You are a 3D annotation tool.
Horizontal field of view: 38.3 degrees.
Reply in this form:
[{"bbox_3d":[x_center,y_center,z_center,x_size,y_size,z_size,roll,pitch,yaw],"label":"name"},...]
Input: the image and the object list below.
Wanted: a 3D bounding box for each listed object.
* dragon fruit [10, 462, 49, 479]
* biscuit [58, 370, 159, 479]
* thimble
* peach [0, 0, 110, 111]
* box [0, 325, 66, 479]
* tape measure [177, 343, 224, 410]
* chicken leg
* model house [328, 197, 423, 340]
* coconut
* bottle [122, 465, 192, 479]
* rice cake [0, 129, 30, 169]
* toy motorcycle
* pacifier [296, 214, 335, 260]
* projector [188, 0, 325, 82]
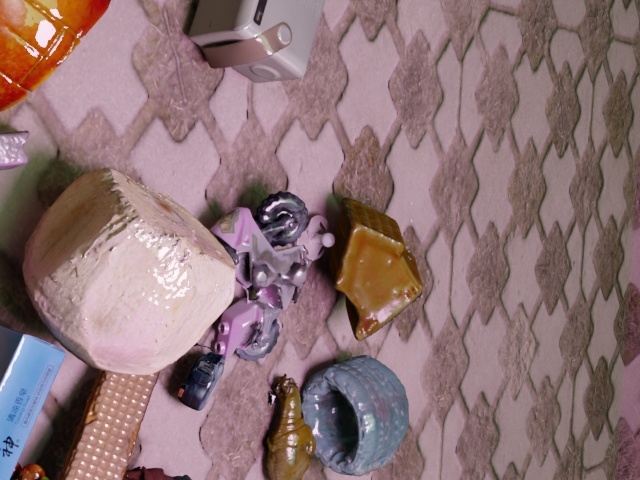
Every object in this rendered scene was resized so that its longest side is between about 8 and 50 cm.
[{"bbox_3d":[-0.478,0.381,1.348,0.138,0.175,0.142,16,53,-57],"label":"dragon fruit"},{"bbox_3d":[-0.335,0.314,1.412,0.094,0.054,0.379,27,48,-17],"label":"biscuit"},{"bbox_3d":[0.071,0.357,1.849,0.143,0.198,0.235,-12,84,-45],"label":"thimble"},{"bbox_3d":[-0.427,-0.308,1.221,0.245,0.248,0.275,34,82,-8],"label":"peach"},{"bbox_3d":[-0.471,0.238,1.298,0.083,0.142,0.232,34,71,-44],"label":"box"},{"bbox_3d":[-0.257,0.222,1.606,0.180,0.104,0.107,24,102,-13],"label":"tape measure"},{"bbox_3d":[-0.059,0.373,1.810,0.103,0.088,0.228,3,87,-37],"label":"chicken leg"},{"bbox_3d":[0.086,0.021,1.856,0.173,0.268,0.239,-26,117,6],"label":"model house"},{"bbox_3d":[-0.294,0.055,1.365,0.254,0.297,0.297,-48,133,4],"label":"coconut"},{"bbox_3d":[-0.316,0.452,1.497,0.271,0.143,0.156,2,119,-48],"label":"bottle"},{"bbox_3d":[-0.548,-0.110,1.226,0.365,0.072,0.056,-12,102,-48],"label":"rice cake"},{"bbox_3d":[-0.130,0.066,1.655,0.188,0.143,0.327,2,109,-39],"label":"toy motorcycle"},{"bbox_3d":[0.000,0.000,1.816,0.099,0.078,0.081,-54,127,-28],"label":"pacifier"},{"bbox_3d":[-0.106,-0.393,1.591,0.177,0.163,0.242,29,70,-44],"label":"projector"}]
